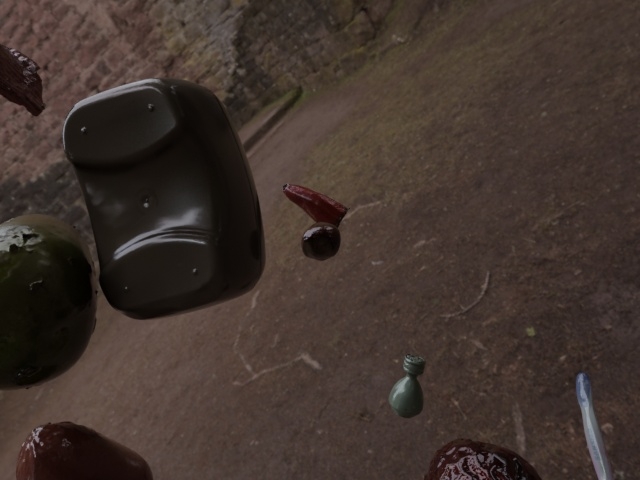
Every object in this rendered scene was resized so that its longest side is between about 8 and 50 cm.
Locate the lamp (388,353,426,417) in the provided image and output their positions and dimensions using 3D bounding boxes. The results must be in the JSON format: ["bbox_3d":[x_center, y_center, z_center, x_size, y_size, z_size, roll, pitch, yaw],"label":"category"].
[{"bbox_3d":[0.266,0.439,1.612,0.106,0.106,0.193,-131,50,-70],"label":"lamp"}]

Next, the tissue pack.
[{"bbox_3d":[-0.249,-0.070,0.947,0.267,0.387,0.277,-15,2,15],"label":"tissue pack"}]

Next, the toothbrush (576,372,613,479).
[{"bbox_3d":[0.321,0.276,0.597,0.021,0.027,0.269,-27,47,35],"label":"toothbrush"}]

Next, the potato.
[{"bbox_3d":[-0.485,0.092,0.901,0.359,0.219,0.269,-141,63,-67],"label":"potato"}]

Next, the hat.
[{"bbox_3d":[-0.719,-0.391,1.131,0.107,0.286,0.236,-42,58,4],"label":"hat"}]

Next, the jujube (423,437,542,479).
[{"bbox_3d":[0.295,0.460,0.938,0.197,0.197,0.290,-45,16,-9],"label":"jujube"}]

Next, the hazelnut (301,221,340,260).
[{"bbox_3d":[0.000,0.000,1.071,0.086,0.086,0.086,-36,20,16],"label":"hazelnut"}]

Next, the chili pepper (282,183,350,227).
[{"bbox_3d":[-0.022,-0.087,1.293,0.065,0.169,0.088,-44,-14,-52],"label":"chili pepper"}]

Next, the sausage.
[{"bbox_3d":[-0.378,0.398,0.886,0.148,0.254,0.148,-26,43,27],"label":"sausage"}]
